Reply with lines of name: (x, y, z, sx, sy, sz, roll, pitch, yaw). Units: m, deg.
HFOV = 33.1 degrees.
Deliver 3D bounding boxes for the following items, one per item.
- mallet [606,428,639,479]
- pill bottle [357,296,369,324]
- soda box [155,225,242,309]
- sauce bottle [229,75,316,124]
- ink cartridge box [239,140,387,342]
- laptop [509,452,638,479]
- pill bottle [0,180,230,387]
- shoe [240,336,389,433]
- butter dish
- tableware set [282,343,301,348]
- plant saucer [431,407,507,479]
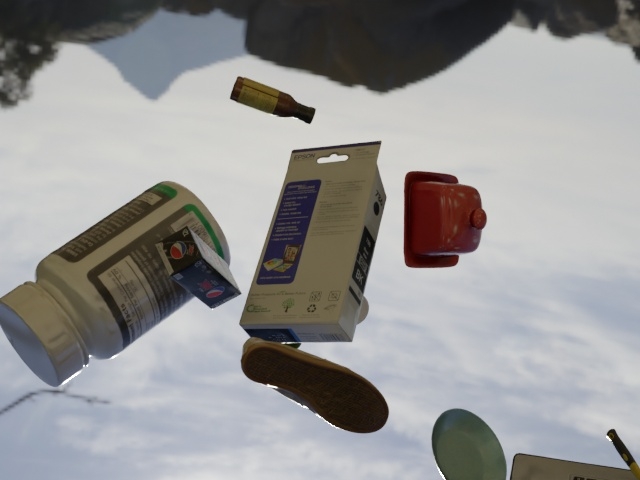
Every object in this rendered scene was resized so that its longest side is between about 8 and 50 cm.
mallet: (0.504, 0.355, 1.703, 0.039, 0.062, 0.189, 23, -153, -22)
pill bottle: (0.048, 0.129, 2.341, 0.078, 0.078, 0.137, 4, -165, -19)
soda box: (-0.172, 0.041, 1.531, 0.060, 0.053, 0.169, 61, -177, 25)
sauce bottle: (-0.071, -0.206, 1.610, 0.128, 0.042, 0.042, 21, -169, -9)
ink cartridge box: (0.000, 0.000, 1.621, 0.165, 0.332, 0.065, -3, 144, 28)
laptop: (0.482, 0.545, 1.813, 0.408, 0.382, 0.236, 5, 156, 22)
pill bottle: (-0.344, 0.071, 1.800, 0.361, 0.204, 0.204, -37, -142, -29)
shoe: (-0.007, 0.183, 1.404, 0.219, 0.076, 0.058, 29, -177, -17)
butter dish: (0.217, -0.034, 1.755, 0.118, 0.159, 0.160, -1, 178, 42)
tableware set: (-0.017, 0.102, 1.676, 0.104, 0.154, 0.024, 51, 180, -29)
plant saucer: (0.287, 0.432, 2.145, 0.195, 0.195, 0.037, -2, 153, -39)
